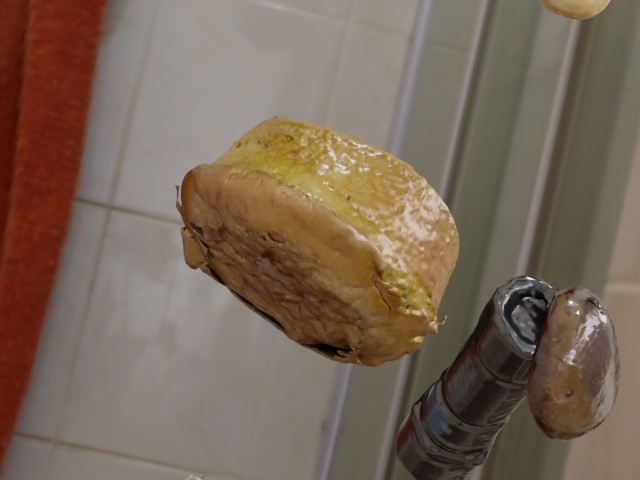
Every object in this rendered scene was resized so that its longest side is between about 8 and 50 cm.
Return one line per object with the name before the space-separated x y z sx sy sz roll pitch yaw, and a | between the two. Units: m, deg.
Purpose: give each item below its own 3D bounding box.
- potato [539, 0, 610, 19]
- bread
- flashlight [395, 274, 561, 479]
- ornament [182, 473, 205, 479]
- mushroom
potato | 0.198 -0.215 1.033 0.068 0.062 0.083 16 32 -28
bread | -0.003 -0.001 1.637 0.358 0.204 0.337 11 -38 41
flashlight | 0.164 0.153 1.339 0.103 0.103 0.424 13 -29 -3
ornament | -0.120 0.236 1.120 0.041 0.068 0.092 19 -44 -18
mushroom | 0.190 0.091 0.947 0.052 0.123 0.123 5 -6 30
